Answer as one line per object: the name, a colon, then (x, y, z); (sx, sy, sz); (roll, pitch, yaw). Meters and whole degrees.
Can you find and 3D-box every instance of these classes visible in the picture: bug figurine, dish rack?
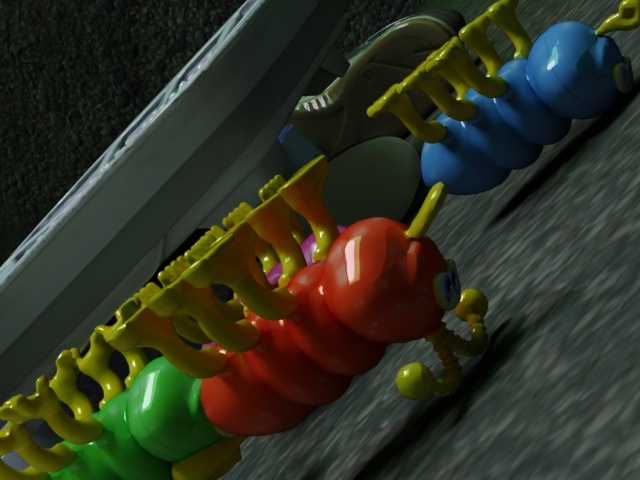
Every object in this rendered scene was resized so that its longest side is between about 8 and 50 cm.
bug figurine: (0.002, 0.012, 0.659); (0.216, 0.072, 0.279); (-36, 4, 33)
dish rack: (-0.091, -0.024, 1.073); (0.285, 0.072, 0.333); (-44, 7, 20)

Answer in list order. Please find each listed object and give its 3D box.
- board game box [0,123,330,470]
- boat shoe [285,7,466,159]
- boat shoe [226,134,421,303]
board game box: (-0.118, 0.082, 1.247); (0.318, 0.066, 0.318); (-46, 5, 11)
boat shoe: (0.022, -0.087, 1.402); (0.223, 0.080, 0.073); (-38, 3, 33)
boat shoe: (0.000, 0.000, 0.995); (0.137, 0.049, 0.043); (-51, 1, 12)
